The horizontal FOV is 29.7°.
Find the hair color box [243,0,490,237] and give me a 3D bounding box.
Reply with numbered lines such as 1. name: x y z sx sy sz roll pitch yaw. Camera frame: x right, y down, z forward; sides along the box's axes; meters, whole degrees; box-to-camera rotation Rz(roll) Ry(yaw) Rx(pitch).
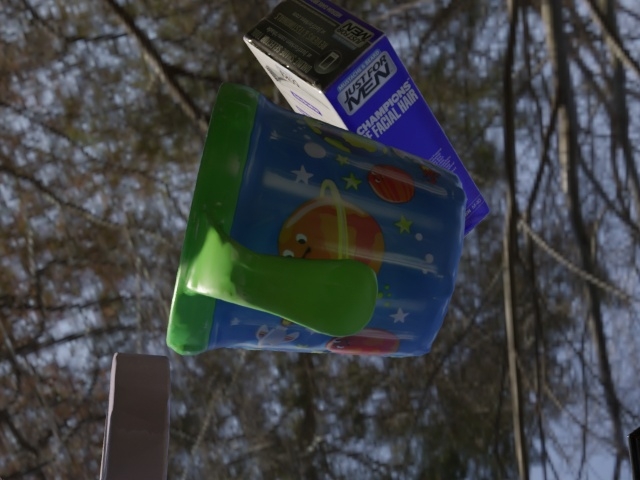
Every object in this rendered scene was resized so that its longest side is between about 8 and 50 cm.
1. hair color box: 0.063 -0.141 1.496 0.110 0.339 0.185 -45 -135 -5

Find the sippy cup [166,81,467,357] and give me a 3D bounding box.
1. sippy cup: 0.000 0.000 1.039 0.224 0.240 0.305 12 -131 -5

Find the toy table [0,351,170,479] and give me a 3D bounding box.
1. toy table: -0.168 0.179 0.612 0.161 0.274 0.252 4 -165 -10

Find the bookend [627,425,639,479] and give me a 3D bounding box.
1. bookend: 0.508 0.267 1.560 0.157 0.072 0.156 -20 -164 -40
